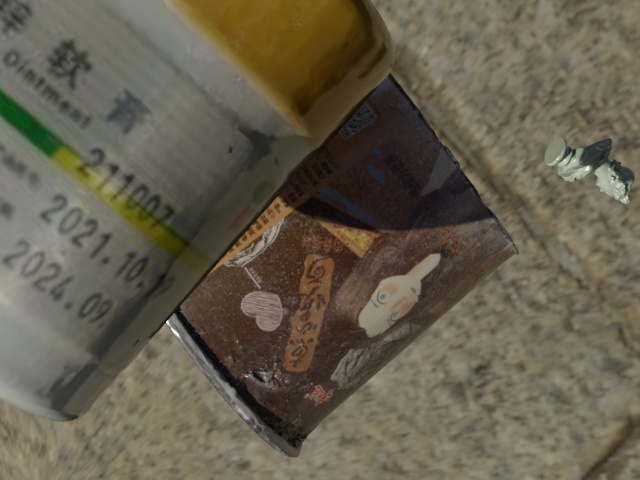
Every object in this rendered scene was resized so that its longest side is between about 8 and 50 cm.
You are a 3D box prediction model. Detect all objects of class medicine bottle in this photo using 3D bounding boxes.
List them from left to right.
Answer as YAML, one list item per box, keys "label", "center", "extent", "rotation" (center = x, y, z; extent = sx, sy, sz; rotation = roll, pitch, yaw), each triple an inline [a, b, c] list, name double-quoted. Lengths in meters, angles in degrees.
- label: "medicine bottle"
  center: [-0.125, -0.075, 0.716]
  extent: [0.238, 0.238, 0.232]
  rotation: [40, 87, -1]

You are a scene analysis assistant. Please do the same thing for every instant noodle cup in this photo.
- label: "instant noodle cup"
  center: [0.000, 0.000, 1.056]
  extent: [0.207, 0.217, 0.217]
  rotation: [-37, 88, 3]

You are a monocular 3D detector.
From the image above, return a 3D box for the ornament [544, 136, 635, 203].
- label: "ornament"
  center: [0.259, -0.071, 1.520]
  extent: [0.092, 0.068, 0.041]
  rotation: [10, 58, 0]
